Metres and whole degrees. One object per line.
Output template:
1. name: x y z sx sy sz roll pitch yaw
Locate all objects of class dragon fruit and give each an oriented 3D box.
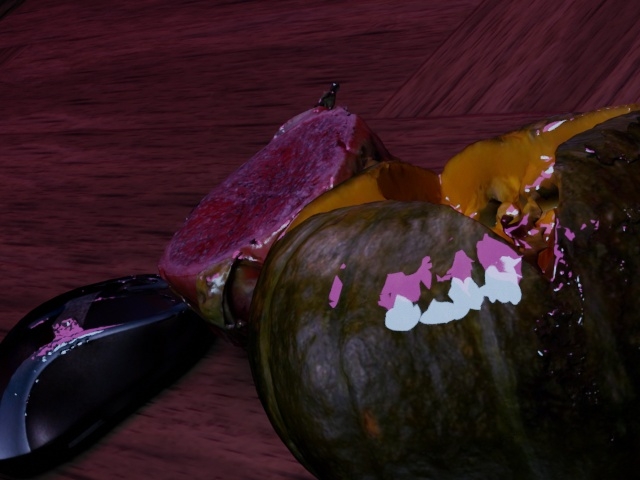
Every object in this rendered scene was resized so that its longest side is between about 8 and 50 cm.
1. dragon fruit: 0.000 0.000 1.095 0.211 0.147 0.282 -24 23 34

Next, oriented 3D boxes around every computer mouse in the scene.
1. computer mouse: -0.204 0.097 1.165 0.233 0.096 0.137 -38 27 -11

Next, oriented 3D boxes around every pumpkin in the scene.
1. pumpkin: 0.112 0.038 0.800 0.320 0.192 0.320 -17 10 3
